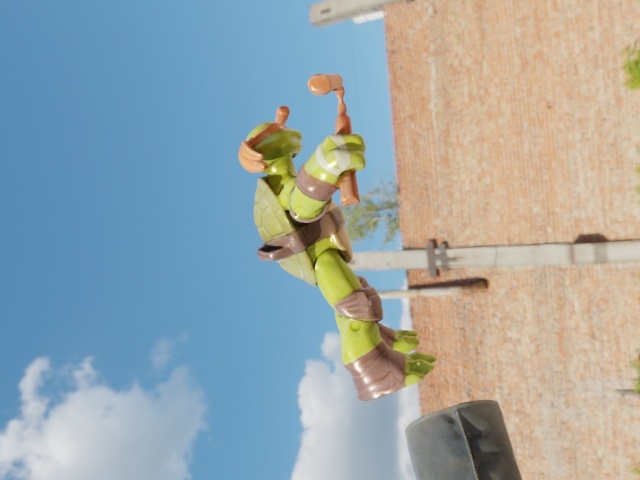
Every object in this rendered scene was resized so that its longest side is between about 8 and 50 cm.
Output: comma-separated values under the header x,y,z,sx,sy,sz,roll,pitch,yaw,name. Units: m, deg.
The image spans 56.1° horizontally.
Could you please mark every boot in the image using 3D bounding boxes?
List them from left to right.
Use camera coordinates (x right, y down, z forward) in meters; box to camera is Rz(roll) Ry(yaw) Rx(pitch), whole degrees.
x,y,z,sx,sy,sz,roll,pitch,yaw,name
0.178,0.238,0.534,0.209,0.189,0.076,-88,-17,-55,boot

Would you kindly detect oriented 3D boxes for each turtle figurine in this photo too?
x,y,z,sx,sy,sz,roll,pitch,yaw,name
0.000,0.000,0.419,0.217,0.087,0.269,62,169,-3,turtle figurine
